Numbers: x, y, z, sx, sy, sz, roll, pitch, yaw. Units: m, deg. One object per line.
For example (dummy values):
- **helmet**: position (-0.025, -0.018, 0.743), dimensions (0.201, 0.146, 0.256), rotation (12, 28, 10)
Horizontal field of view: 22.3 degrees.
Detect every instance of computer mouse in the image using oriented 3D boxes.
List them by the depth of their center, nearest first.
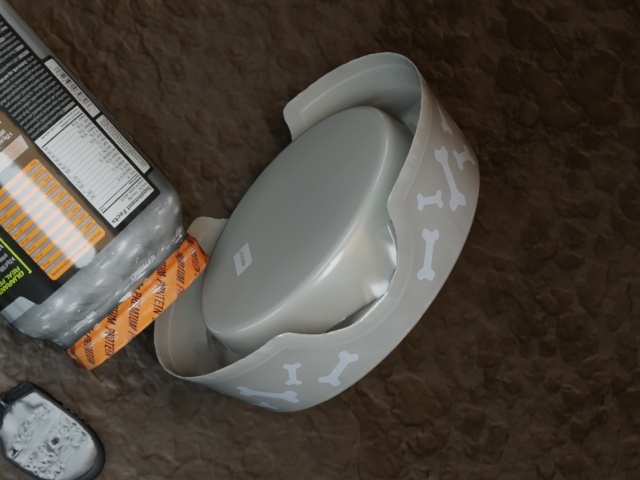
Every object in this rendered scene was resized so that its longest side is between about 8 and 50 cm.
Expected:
- **computer mouse**: position (-0.298, 0.140, 1.481), dimensions (0.242, 0.041, 0.071), rotation (40, 87, -5)

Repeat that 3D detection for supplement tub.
- **supplement tub**: position (-0.258, -0.049, 1.438), dimensions (0.193, 0.193, 0.316), rotation (-44, 98, -21)

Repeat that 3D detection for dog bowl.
- **dog bowl**: position (0.000, 0.000, 1.460), dimensions (0.102, 0.348, 0.349), rotation (38, 70, -24)
